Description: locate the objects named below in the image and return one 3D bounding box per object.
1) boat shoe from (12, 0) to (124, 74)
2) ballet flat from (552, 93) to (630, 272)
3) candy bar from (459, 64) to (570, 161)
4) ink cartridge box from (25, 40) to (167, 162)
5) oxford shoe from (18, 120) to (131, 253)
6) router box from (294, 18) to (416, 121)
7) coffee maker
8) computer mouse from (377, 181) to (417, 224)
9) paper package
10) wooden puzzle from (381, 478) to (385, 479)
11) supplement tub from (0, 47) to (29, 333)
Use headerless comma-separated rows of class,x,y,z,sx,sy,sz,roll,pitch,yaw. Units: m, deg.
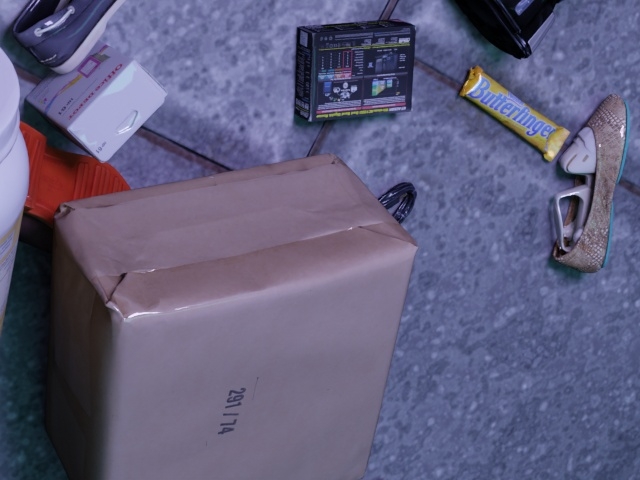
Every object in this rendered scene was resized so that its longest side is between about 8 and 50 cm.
boat shoe,-0.204,-0.249,1.555,0.065,0.075,0.206,31,96,-37
ballet flat,0.296,-0.062,1.913,0.067,0.073,0.206,1,104,-15
candy bar,0.208,-0.138,1.863,0.161,0.018,0.040,31,91,-35
ink cartridge box,-0.205,-0.131,1.567,0.088,0.122,0.052,-48,124,-6
oxford shoe,-0.260,-0.038,1.605,0.271,0.098,0.097,40,54,-47
router box,0.036,-0.173,1.739,0.122,0.038,0.092,-7,111,-27
coffee maker,0.212,-0.303,1.760,0.178,0.120,0.171,-45,100,-10
computer mouse,0.000,0.000,1.789,0.242,0.041,0.071,-29,131,-26
paper package,-0.093,0.103,1.627,0.309,0.168,0.325,-12,135,-24
wooden puzzle,0.041,0.306,1.935,0.078,0.014,0.116,-3,109,-33
supplement tub,-0.366,-0.005,1.392,0.241,0.241,0.331,-7,136,-27
